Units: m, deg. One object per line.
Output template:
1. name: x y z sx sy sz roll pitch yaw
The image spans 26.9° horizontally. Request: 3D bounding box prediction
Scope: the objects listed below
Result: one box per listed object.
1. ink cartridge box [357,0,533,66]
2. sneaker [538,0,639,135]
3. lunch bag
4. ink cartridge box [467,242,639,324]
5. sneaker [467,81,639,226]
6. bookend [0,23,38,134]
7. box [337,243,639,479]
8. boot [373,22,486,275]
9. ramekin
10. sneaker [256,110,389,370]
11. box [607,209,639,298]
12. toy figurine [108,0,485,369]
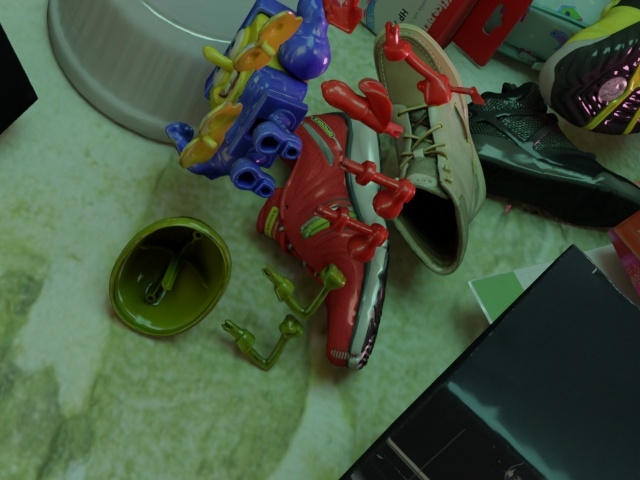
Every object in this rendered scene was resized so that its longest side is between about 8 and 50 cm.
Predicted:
1. ink cartridge box: 0.101 -0.282 1.438 0.231 0.134 0.078 41 51 5
2. sneaker: 0.376 -0.237 1.436 0.385 0.145 0.147 -26 53 -23
3. lunch bag: 0.276 -0.313 1.555 0.224 0.108 0.279 22 54 -20
4. ink cartridge box: 0.260 0.097 1.311 0.235 0.056 0.171 -13 65 -31
5. sneaker: 0.246 -0.095 1.412 0.228 0.087 0.130 18 59 -7
6. bookend: -0.356 -0.171 1.180 0.157 0.156 0.072 5 41 33
7. box: 0.176 0.235 0.999 0.312 0.343 0.179 44 52 8
8. boot: 0.096 -0.088 1.262 0.165 0.077 0.213 -62 134 -62
9. ramekin: -0.122 -0.236 1.309 0.273 0.127 0.272 12 54 -17
10. sneaker: 0.000 0.000 1.248 0.118 0.107 0.279 -1 54 -4
11. box: 0.425 0.027 1.345 0.257 0.123 0.128 9 52 -44
12. toy figurine: -0.038 -0.094 1.157 0.191 0.362 0.217 21 35 -21
